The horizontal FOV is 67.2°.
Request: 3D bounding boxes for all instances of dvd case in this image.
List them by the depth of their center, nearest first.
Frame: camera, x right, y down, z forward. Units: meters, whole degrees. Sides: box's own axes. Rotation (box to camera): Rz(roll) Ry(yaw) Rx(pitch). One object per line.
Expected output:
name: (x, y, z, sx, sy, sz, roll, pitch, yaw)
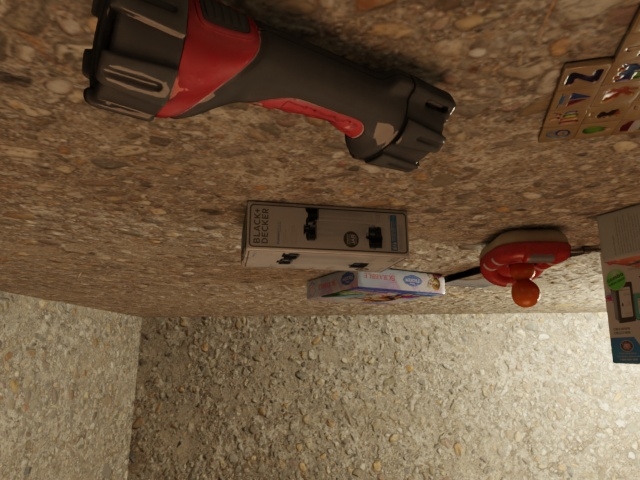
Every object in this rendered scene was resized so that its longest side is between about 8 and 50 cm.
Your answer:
dvd case: (0.500, 0.112, 1.469, 0.181, 0.022, 0.253, 5, 165, -18)

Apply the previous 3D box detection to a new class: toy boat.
toy boat: (0.436, 0.070, 1.041, 0.151, 0.151, 0.231, 0, 166, 3)

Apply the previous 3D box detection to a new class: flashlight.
flashlight: (-0.028, -0.121, 0.409, 0.304, 0.103, 0.103, 10, -171, -36)

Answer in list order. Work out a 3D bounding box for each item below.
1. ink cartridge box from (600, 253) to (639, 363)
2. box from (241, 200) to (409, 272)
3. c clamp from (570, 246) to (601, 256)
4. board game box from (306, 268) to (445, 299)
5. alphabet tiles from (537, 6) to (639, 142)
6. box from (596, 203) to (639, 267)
ink cartridge box: (0.813, 0.149, 1.113, 0.197, 0.269, 0.198, 7, 164, -20)
box: (0.000, 0.000, 0.901, 0.290, 0.087, 0.169, 2, 166, -10)
c clamp: (0.573, 0.027, 1.145, 0.161, 0.022, 0.137, -3, 170, 8)
board game box: (0.166, 0.151, 1.531, 0.319, 0.065, 0.318, 8, 164, -26)
alphabet tiles: (0.328, -0.155, 0.450, 0.198, 0.009, 0.237, -3, 165, 15)
box: (0.603, -0.014, 0.835, 0.130, 0.090, 0.170, 6, 164, -24)
